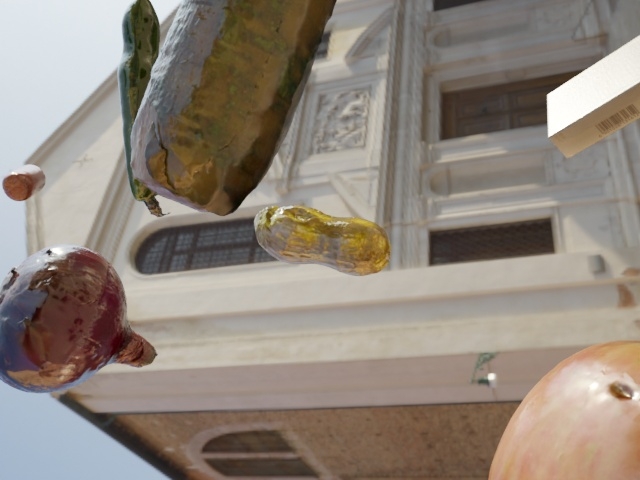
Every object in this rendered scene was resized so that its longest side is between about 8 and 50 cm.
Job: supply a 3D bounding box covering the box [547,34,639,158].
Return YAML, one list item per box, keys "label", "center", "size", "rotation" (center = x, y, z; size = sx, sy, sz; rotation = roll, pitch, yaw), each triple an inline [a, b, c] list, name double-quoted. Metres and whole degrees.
- label: "box"
  center: [0.470, -0.238, 1.107]
  size: [0.058, 0.201, 0.141]
  rotation: [39, -137, -20]

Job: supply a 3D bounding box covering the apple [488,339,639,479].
- label: "apple"
  center: [0.327, 0.280, 0.572]
  size: [0.391, 0.392, 0.346]
  rotation: [22, -94, -69]

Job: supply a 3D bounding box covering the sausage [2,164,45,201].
- label: "sausage"
  center: [-0.599, -0.118, 1.380]
  size: [0.154, 0.062, 0.062]
  rotation: [-127, 24, -74]

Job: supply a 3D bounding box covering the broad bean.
- label: "broad bean"
  center: [-0.246, -0.185, 0.942]
  size: [0.098, 0.056, 0.317]
  rotation: [-87, -4, -77]

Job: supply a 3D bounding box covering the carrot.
- label: "carrot"
  center: [-0.044, -0.099, 0.370]
  size: [0.173, 0.082, 0.082]
  rotation: [-65, -22, -2]

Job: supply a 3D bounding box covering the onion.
- label: "onion"
  center: [-0.550, 0.202, 1.554]
  size: [0.385, 0.348, 0.347]
  rotation: [30, -134, -24]

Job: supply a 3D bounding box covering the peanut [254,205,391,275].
- label: "peanut"
  center: [0.000, 0.000, 0.963]
  size: [0.087, 0.207, 0.087]
  rotation: [13, -90, -69]
